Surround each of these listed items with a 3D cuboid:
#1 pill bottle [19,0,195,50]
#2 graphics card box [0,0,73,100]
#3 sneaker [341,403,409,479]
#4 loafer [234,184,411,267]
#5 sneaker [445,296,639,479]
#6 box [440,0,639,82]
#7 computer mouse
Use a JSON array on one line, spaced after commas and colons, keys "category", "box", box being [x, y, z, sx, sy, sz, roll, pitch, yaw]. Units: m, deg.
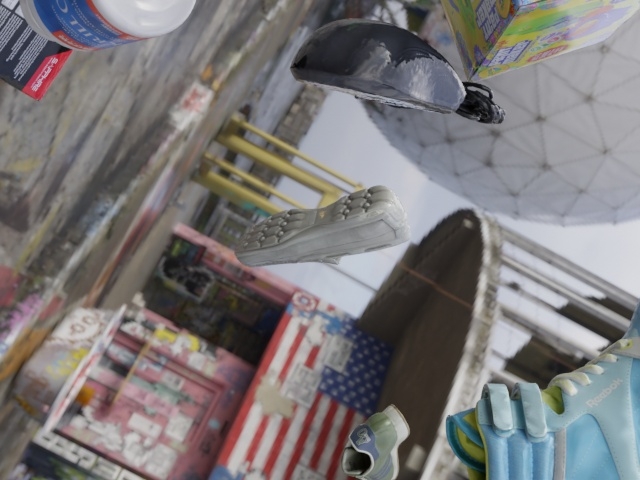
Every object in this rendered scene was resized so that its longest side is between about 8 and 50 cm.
[{"category": "pill bottle", "box": [-0.234, -0.265, 0.971, 0.221, 0.124, 0.124, 5, -117, 53]}, {"category": "graphics card box", "box": [-0.496, -0.384, 1.337, 0.233, 0.094, 0.371, -55, 150, 3]}, {"category": "sneaker", "box": [0.063, 0.299, 1.276, 0.086, 0.064, 0.192, -24, 148, -23]}, {"category": "loafer", "box": [0.000, 0.000, 1.577, 0.319, 0.111, 0.112, -13, -145, 27]}, {"category": "sneaker", "box": [0.233, 0.139, 0.837, 0.127, 0.208, 0.319, 89, 22, -58]}, {"category": "box", "box": [0.205, -0.341, 0.922, 0.177, 0.279, 0.290, -18, 178, -1]}, {"category": "computer mouse", "box": [0.067, -0.175, 0.923, 0.272, 0.188, 0.072, -2, 106, -61]}]
